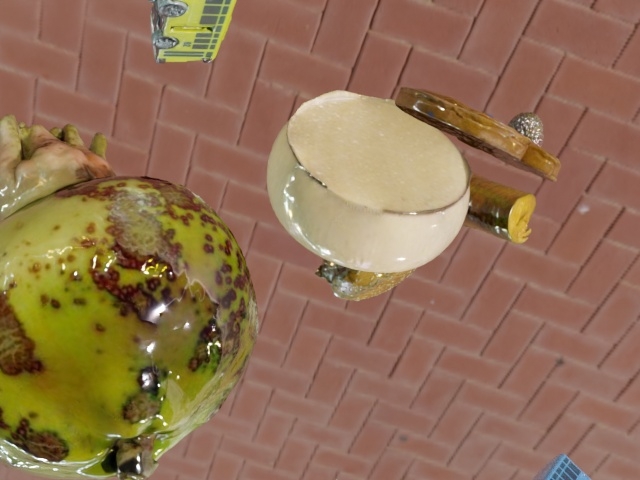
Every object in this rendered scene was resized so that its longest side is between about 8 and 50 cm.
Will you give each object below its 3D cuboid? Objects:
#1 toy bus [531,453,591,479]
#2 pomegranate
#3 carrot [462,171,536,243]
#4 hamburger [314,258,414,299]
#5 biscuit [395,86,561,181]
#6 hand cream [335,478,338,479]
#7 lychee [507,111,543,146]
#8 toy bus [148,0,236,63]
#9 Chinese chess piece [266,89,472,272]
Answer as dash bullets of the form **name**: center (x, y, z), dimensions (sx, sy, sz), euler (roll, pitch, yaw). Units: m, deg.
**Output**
- **toy bus**: center (0.436, 0.517, 1.580), dimensions (0.133, 0.234, 0.116), euler (46, 121, 16)
- **pomegranate**: center (-0.167, 0.026, 0.574), dimensions (0.222, 0.204, 0.277), euler (-21, 91, -7)
- **carrot**: center (0.315, -0.078, 1.661), dimensions (0.114, 0.302, 0.114), euler (-10, 111, -27)
- **hamburger**: center (0.108, 0.032, 1.586), dimensions (0.215, 0.189, 0.122), euler (-39, 73, 47)
- **biscuit**: center (0.137, -0.093, 0.704), dimensions (0.175, 0.124, 0.026), euler (18, 100, -41)
- **hand cream**: center (0.153, 0.596, 1.671), dimensions (0.331, 0.085, 0.058), euler (29, 108, 15)
- **lychee**: center (0.338, -0.173, 1.366), dimensions (0.068, 0.067, 0.083), euler (-30, 133, 0)
- **toy bus**: center (-0.235, -0.432, 1.513), dimensions (0.150, 0.128, 0.262), euler (-4, 165, -18)
- **Chinese chess piece**: center (0.080, -0.100, 1.364), dimensions (0.338, 0.338, 0.140), euler (17, 132, -2)
